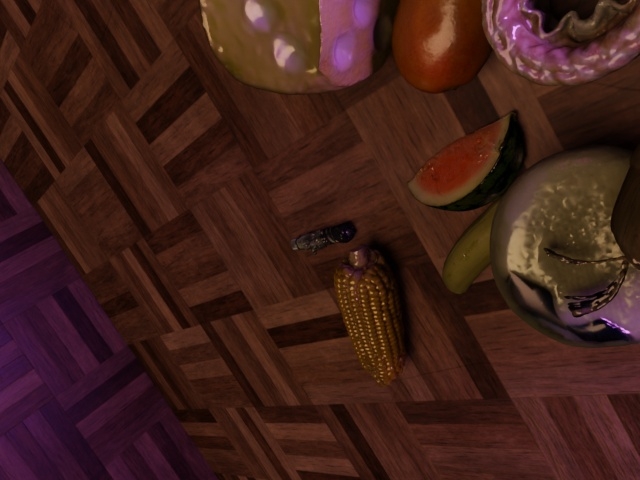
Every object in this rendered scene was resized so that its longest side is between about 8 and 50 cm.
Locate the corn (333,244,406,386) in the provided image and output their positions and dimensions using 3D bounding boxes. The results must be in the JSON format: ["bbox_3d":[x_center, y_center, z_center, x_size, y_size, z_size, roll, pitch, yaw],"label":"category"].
[{"bbox_3d":[0.111,0.163,1.230,0.130,0.130,0.347,9,125,39],"label":"corn"}]

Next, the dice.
[{"bbox_3d":[-0.026,-0.370,0.883,0.238,0.227,0.233,22,131,30],"label":"dice"}]

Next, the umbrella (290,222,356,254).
[{"bbox_3d":[0.000,0.000,1.273,0.188,0.046,0.050,-13,70,48],"label":"umbrella"}]

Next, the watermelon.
[{"bbox_3d":[0.239,-0.113,0.956,0.245,0.063,0.119,-35,61,51],"label":"watermelon"}]

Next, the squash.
[{"bbox_3d":[0.285,0.002,0.981,0.083,0.083,0.250,45,141,9],"label":"squash"}]

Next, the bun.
[{"bbox_3d":[0.376,0.003,0.807,0.283,0.179,0.283,3,101,16],"label":"bun"}]

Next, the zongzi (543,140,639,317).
[{"bbox_3d":[0.498,-0.039,0.579,0.418,0.181,0.447,23,109,12],"label":"zongzi"}]

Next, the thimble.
[{"bbox_3d":[0.316,-0.296,0.678,0.196,0.148,0.229,54,140,3],"label":"thimble"}]

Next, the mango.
[{"bbox_3d":[0.178,-0.316,0.814,0.151,0.120,0.221,30,128,26],"label":"mango"}]
